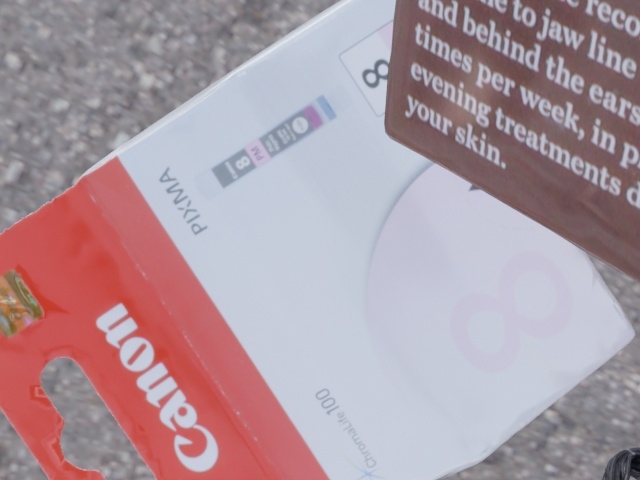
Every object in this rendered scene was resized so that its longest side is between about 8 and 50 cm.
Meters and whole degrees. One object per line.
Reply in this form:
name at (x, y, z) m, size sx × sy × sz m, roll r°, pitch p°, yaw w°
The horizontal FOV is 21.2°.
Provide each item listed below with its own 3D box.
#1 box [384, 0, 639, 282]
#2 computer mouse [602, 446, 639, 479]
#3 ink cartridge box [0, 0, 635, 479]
box at (0.135, -0.162, 0.317) m, size 0.191 × 0.143 × 0.381 m, roll 34°, pitch 136°, yaw 35°
computer mouse at (0.205, 0.123, 0.940) m, size 0.071 × 0.242 × 0.041 m, roll 27°, pitch 116°, yaw 21°
ink cartridge box at (-0.012, 0.028, 0.702) m, size 0.232 × 0.066 × 0.189 m, roll -36°, pitch 97°, yaw -21°
